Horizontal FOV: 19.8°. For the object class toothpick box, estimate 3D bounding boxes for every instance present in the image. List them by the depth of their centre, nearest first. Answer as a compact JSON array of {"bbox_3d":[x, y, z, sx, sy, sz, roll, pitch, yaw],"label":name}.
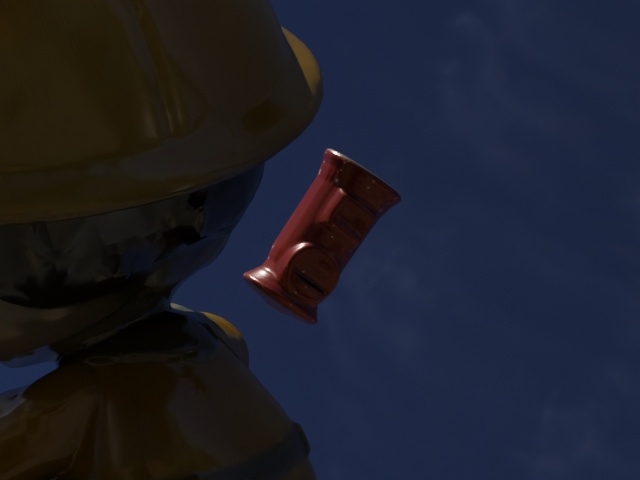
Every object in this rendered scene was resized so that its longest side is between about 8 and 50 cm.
[{"bbox_3d":[0.000,0.000,0.924,0.047,0.047,0.083,33,-93,7],"label":"toothpick box"}]

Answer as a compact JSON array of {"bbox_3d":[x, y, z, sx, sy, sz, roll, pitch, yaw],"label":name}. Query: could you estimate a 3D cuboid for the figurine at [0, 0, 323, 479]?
[{"bbox_3d":[-0.076,-0.005,0.592,0.167,0.192,0.257,-20,-84,33],"label":"figurine"}]
